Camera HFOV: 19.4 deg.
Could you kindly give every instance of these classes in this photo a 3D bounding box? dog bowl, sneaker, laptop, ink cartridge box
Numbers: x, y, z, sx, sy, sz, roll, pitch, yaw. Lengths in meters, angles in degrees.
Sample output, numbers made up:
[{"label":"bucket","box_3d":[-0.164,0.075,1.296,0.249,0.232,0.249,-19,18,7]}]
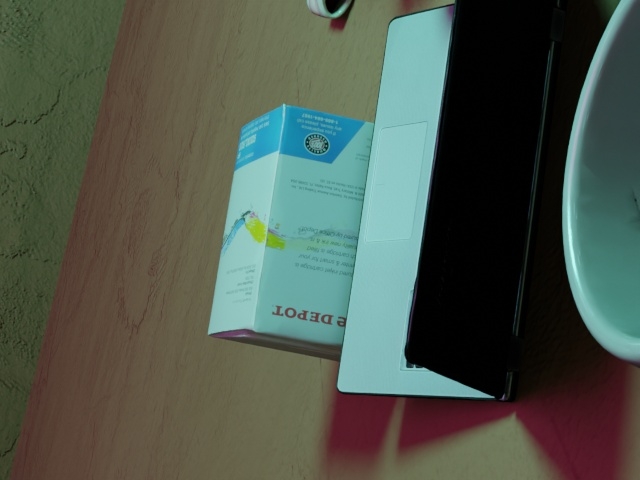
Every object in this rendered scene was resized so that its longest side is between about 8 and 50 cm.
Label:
[{"label":"dog bowl","box_3d":[0.276,-0.060,1.259,0.349,0.102,0.348,-169,90,-71]},{"label":"sneaker","box_3d":[0.021,-0.330,2.254,0.070,0.051,0.134,-130,50,-65]},{"label":"laptop","box_3d":[0.072,-0.066,1.627,0.408,0.236,0.382,-4,74,56]},{"label":"ink cartridge box","box_3d":[0.000,0.000,1.926,0.168,0.171,0.232,165,116,-70]}]
